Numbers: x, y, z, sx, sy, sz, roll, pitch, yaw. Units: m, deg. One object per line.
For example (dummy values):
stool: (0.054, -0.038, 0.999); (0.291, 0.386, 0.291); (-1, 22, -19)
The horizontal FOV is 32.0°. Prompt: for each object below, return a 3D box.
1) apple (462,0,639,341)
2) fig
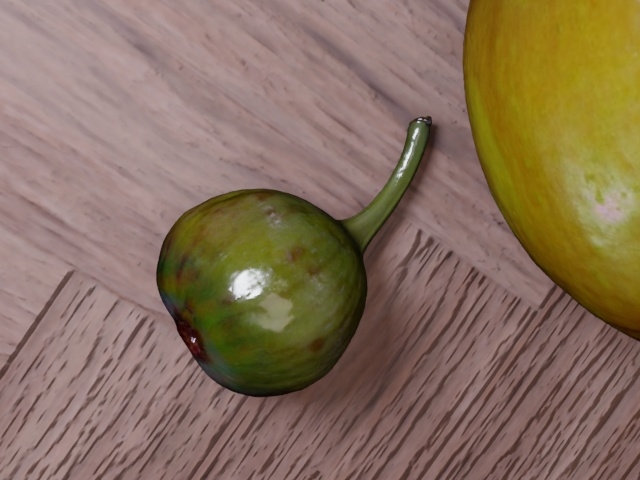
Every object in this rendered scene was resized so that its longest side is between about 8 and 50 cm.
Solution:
apple: (0.274, -0.119, 0.733); (0.374, 0.374, 0.384); (53, 57, -21)
fig: (0.000, 0.000, 0.799); (0.245, 0.149, 0.149); (-38, 112, -24)
